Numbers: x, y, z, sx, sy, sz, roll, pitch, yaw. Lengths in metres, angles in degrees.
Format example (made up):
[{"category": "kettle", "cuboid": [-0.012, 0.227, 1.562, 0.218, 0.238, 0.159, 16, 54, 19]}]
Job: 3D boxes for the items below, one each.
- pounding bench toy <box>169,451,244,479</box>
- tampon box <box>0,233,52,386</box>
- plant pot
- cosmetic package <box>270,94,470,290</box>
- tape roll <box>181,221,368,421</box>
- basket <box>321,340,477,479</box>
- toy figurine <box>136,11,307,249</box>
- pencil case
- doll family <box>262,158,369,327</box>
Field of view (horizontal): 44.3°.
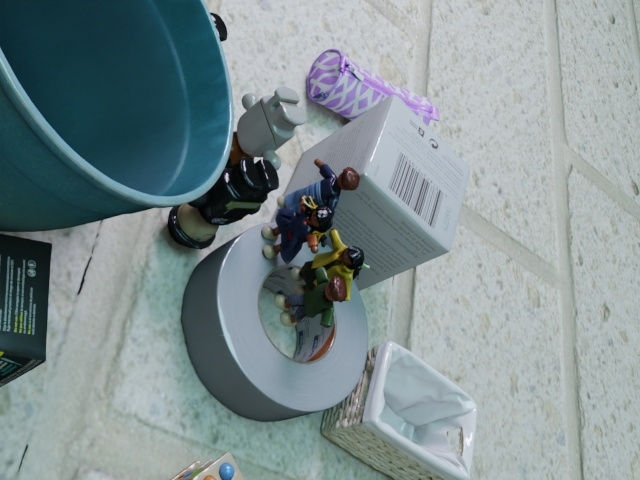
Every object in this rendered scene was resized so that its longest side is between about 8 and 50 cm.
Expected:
[{"category": "pounding bench toy", "cuboid": [-0.118, 0.249, 0.750, 0.083, 0.065, 0.052, -28, 91, -48]}, {"category": "tampon box", "cuboid": [-0.314, 0.053, 0.616, 0.161, 0.120, 0.101, 15, 60, -39]}, {"category": "plant pot", "cuboid": [-0.254, -0.123, 0.639, 0.271, 0.255, 0.271, 41, 40, -47]}, {"category": "cosmetic package", "cuboid": [0.063, -0.052, 0.993, 0.151, 0.184, 0.151, 41, 48, -23]}, {"category": "tape roll", "cuboid": [-0.047, 0.093, 0.895, 0.219, 0.072, 0.219, 21, 57, -36]}, {"category": "basket", "cuboid": [0.095, 0.216, 0.949, 0.167, 0.103, 0.113, 37, 48, -25]}, {"category": "toy figurine", "cuboid": [-0.140, -0.122, 0.869, 0.213, 0.148, 0.209, 40, 41, -20]}, {"category": "pencil case", "cuboid": [0.075, -0.212, 1.159, 0.206, 0.088, 0.086, 18, 60, -39]}, {"category": "doll family", "cuboid": [0.000, 0.000, 0.851, 0.076, 0.111, 0.193, -2, 71, -45]}]
